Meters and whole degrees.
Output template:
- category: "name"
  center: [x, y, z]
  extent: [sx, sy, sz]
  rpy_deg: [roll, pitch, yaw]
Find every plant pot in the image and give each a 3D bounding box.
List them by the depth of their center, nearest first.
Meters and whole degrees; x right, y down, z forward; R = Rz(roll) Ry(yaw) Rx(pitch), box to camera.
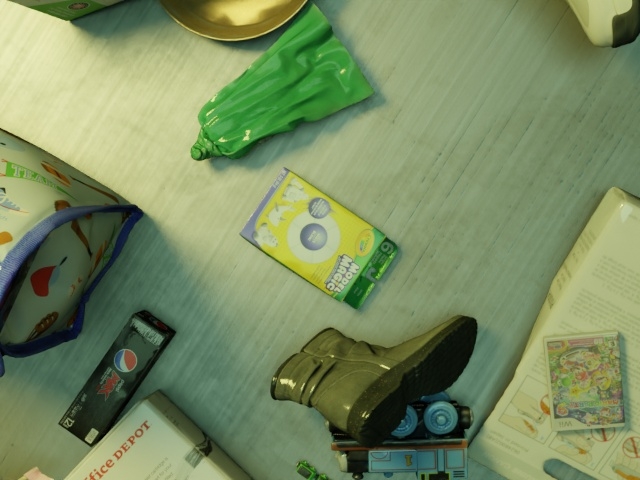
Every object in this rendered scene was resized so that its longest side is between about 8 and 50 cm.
- category: "plant pot"
  center: [-0.104, -0.365, 1.125]
  extent: [0.236, 0.032, 0.236]
  rpy_deg: [1, 95, 12]

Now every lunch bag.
- category: "lunch bag"
  center: [-0.414, -0.018, 0.975]
  extent: [0.328, 0.385, 0.239]
  rpy_deg: [26, 91, 0]

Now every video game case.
- category: "video game case"
  center: [0.317, 0.169, 1.092]
  extent: [0.087, 0.011, 0.122]
  rpy_deg: [-6, 104, 9]

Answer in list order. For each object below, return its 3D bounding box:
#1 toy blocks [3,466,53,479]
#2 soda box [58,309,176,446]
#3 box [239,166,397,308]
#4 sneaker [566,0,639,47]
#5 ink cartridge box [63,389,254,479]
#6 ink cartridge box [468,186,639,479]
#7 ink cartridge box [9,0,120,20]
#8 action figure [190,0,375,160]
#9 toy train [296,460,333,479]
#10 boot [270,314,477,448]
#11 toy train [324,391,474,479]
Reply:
- category: "toy blocks"
  center: [-0.514, 0.322, 1.086]
  extent: [0.288, 0.260, 0.309]
  rpy_deg: [14, 117, 29]
- category: "soda box"
  center: [-0.253, 0.171, 1.136]
  extent: [0.053, 0.060, 0.169]
  rpy_deg: [35, 92, 2]
- category: "box"
  center: [0.000, 0.000, 1.140]
  extent: [0.179, 0.043, 0.105]
  rpy_deg: [33, 91, -1]
- category: "sneaker"
  center: [0.189, -0.391, 1.093]
  extent: [0.257, 0.169, 0.447]
  rpy_deg: [-26, 82, 10]
- category: "ink cartridge box"
  center: [-0.185, 0.316, 1.120]
  extent: [0.219, 0.092, 0.160]
  rpy_deg: [44, 91, 0]
- category: "ink cartridge box"
  center: [0.404, 0.172, 1.133]
  extent: [0.308, 0.091, 0.385]
  rpy_deg: [28, 108, 0]
- category: "ink cartridge box"
  center: [-0.236, -0.361, 1.033]
  extent: [0.273, 0.198, 0.115]
  rpy_deg: [-17, 89, 14]
- category: "action figure"
  center: [-0.067, -0.172, 1.128]
  extent: [0.232, 0.063, 0.137]
  rpy_deg: [-35, 92, -3]
- category: "toy train"
  center: [0.004, 0.308, 1.152]
  extent: [0.083, 0.024, 0.017]
  rpy_deg: [35, 91, 1]
- category: "boot"
  center: [0.066, 0.138, 1.106]
  extent: [0.246, 0.161, 0.083]
  rpy_deg: [-31, 130, -36]
- category: "toy train"
  center: [0.098, 0.244, 1.124]
  extent: [0.184, 0.080, 0.105]
  rpy_deg: [-2, 97, 1]
